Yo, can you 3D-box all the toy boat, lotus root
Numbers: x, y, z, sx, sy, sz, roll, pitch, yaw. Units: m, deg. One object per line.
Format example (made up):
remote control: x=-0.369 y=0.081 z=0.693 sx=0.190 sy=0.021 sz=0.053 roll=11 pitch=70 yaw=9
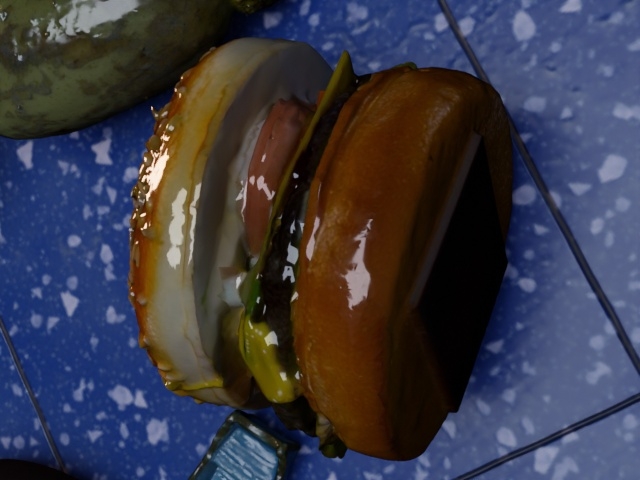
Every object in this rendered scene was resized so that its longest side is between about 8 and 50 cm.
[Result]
toy boat: x=-0.088 y=0.226 z=0.853 sx=0.075 sy=0.077 sz=0.185 roll=34 pitch=102 yaw=18
lotus root: x=-0.174 y=-0.187 z=0.857 sx=0.309 sy=0.173 sz=0.173 roll=-22 pitch=82 yaw=18

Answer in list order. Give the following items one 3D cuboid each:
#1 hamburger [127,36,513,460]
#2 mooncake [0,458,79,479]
hamburger: x=0.000 y=0.000 z=0.723 sx=0.225 sy=0.291 sz=0.291 roll=9 pitch=93 yaw=23
mooncake: x=-0.312 y=0.350 z=0.897 sx=0.325 sy=0.174 sz=0.334 roll=18 pitch=95 yaw=19
